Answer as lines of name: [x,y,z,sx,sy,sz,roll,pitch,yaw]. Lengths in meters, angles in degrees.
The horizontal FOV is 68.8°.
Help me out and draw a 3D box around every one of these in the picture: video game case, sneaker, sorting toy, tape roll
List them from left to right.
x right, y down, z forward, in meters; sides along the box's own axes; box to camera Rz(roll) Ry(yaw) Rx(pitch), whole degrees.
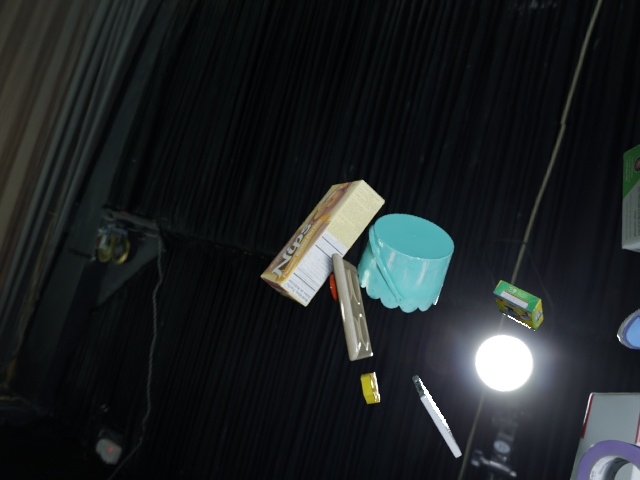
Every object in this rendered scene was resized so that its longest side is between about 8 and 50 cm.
sorting toy: [0.070,0.192,0.990,0.041,0.306,0.229,-12,166,10]
video game case: [0.349,0.526,1.420,0.201,0.023,0.183,60,-176,0]
tape roll: [0.645,0.522,0.974,0.080,0.188,0.189,20,172,-19]
sneaker: [1.138,0.267,1.461,0.323,0.130,0.236,-26,177,11]

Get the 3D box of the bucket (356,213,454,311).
bucket: [0.254,0.057,1.408,0.282,0.183,0.281,9,-147,-6]

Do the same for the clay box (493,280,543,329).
clay box: [0.624,0.211,1.469,0.128,0.053,0.222,30,170,36]

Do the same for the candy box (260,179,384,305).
candy box: [0.000,0.000,1.152,0.088,0.316,0.183,41,168,-17]

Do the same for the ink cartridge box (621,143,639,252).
ink cartridge box: [0.661,-0.105,0.779,0.122,0.210,0.289,12,165,-3]

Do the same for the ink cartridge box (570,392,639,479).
ink cartridge box: [0.873,0.630,1.228,0.385,0.279,0.160,43,147,-11]
